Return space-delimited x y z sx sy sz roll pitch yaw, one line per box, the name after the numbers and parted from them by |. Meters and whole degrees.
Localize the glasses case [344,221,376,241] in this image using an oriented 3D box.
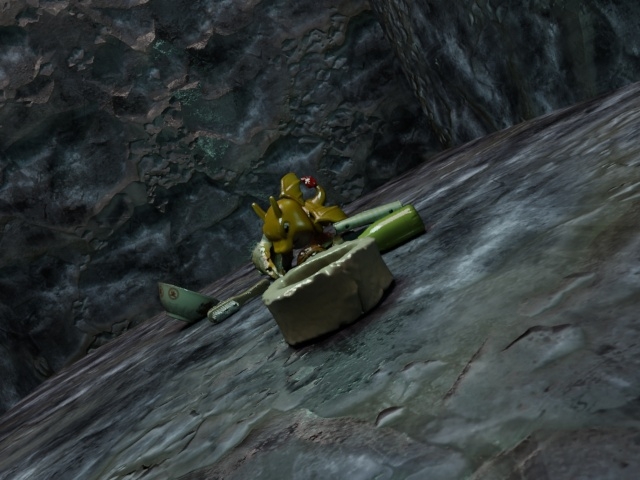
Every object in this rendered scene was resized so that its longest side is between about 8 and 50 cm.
0.244 -0.040 1.860 0.266 0.056 0.105 -25 -16 31 | glasses case

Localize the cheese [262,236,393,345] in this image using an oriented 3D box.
0.025 0.126 1.127 0.332 0.153 0.292 -29 7 16 | cheese

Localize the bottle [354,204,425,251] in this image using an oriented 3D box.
0.234 -0.025 1.507 0.260 0.112 0.112 -28 7 9 | bottle

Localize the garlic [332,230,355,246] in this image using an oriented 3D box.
0.123 -0.007 2.031 0.152 0.066 0.084 -29 35 13 | garlic

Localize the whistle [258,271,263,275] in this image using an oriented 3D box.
-0.262 0.127 2.553 0.258 0.067 0.126 -34 20 -2 | whistle

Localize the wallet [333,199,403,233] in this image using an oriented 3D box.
0.211 -0.097 1.911 0.310 0.077 0.223 -18 1 2 | wallet

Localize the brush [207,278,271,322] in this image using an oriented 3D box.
-0.360 0.277 1.931 0.328 0.069 0.065 -31 26 -27 | brush

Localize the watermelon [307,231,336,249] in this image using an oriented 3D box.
0.007 0.020 2.179 0.146 0.137 0.193 7 10 3 | watermelon

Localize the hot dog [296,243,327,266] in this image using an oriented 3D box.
-0.044 0.072 1.942 0.161 0.099 0.227 -29 5 1 | hot dog

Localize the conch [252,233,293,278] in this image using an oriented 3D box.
-0.226 0.078 2.197 0.186 0.263 0.324 -8 30 -37 | conch

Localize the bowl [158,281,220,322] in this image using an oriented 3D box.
-0.716 0.341 2.227 0.337 0.337 0.157 -14 57 64 | bowl

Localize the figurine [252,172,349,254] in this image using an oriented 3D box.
-0.117 -0.135 2.059 0.387 0.401 0.268 -25 -23 -42 | figurine
